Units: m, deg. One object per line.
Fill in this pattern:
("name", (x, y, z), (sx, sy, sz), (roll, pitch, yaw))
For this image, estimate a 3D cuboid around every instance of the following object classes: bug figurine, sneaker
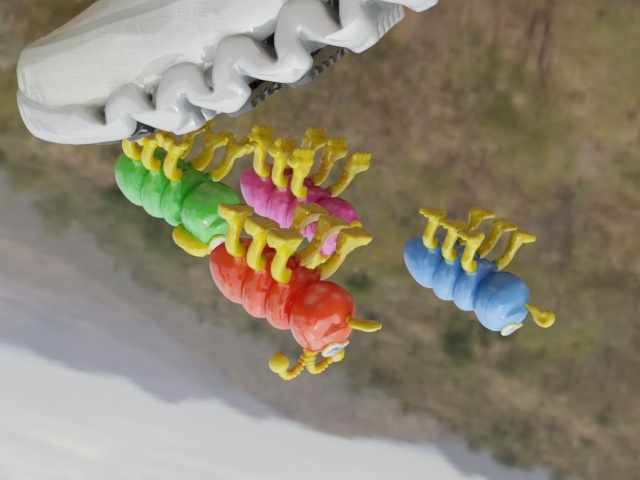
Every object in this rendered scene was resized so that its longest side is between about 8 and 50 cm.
("bug figurine", (0.000, 0.000, 0.924), (0.216, 0.072, 0.279), (33, -161, 30))
("sneaker", (0.016, -0.130, 0.545), (0.292, 0.118, 0.110), (-30, -172, 9))
